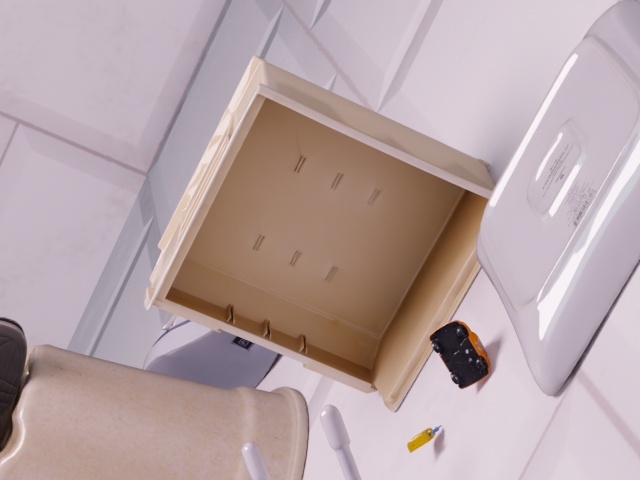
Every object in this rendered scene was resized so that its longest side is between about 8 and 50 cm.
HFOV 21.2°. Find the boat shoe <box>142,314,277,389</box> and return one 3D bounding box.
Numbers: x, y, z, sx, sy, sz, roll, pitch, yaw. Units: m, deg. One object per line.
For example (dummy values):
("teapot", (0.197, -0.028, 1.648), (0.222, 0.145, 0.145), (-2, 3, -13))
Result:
("boat shoe", (-0.104, 0.072, 2.118), (0.367, 0.135, 0.156), (-48, 24, 44))

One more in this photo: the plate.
("plate", (0.208, -0.050, 1.392), (0.277, 0.045, 0.278), (-62, 16, 18))

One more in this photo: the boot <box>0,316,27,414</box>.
("boot", (-0.382, 0.144, 1.883), (0.236, 0.085, 0.179), (-60, 14, 26))

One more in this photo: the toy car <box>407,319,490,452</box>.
("toy car", (0.103, 0.122, 1.488), (0.122, 0.060, 0.040), (-52, -12, 25))

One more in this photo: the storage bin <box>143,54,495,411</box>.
("storage bin", (0.000, 0.000, 1.614), (0.260, 0.262, 0.123), (-62, 15, 19))

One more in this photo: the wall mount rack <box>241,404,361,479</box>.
("wall mount rack", (-0.019, 0.320, 1.469), (0.350, 0.130, 0.304), (-34, 36, 63))

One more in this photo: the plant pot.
("plant pot", (-0.223, 0.269, 1.909), (0.334, 0.305, 0.334), (-59, 17, 30))
